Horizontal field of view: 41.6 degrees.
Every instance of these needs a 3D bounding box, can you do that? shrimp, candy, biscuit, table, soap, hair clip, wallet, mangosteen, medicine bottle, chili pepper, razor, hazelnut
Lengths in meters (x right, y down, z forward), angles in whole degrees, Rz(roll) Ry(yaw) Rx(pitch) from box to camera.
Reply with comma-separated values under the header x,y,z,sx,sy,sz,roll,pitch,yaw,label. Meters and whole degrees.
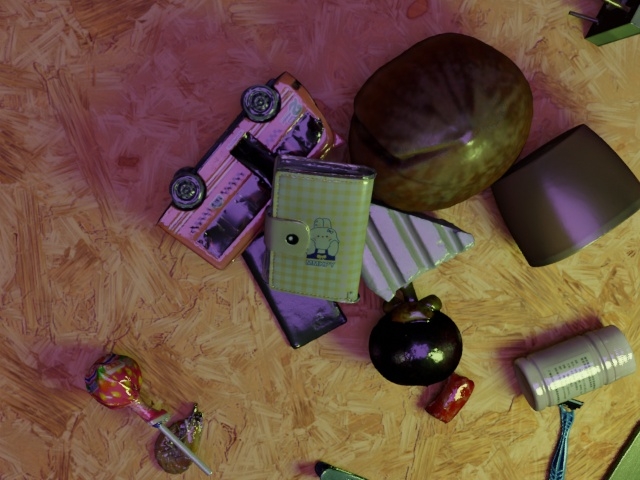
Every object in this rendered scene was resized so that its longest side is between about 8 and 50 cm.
x,y,z,sx,sy,sz,roll,pitch,yaw,label
-0.326,0.460,1.966,0.099,0.041,0.180,24,95,9,shrimp
-0.378,0.402,1.903,0.365,0.124,0.124,44,91,-3,candy
0.742,0.595,2.051,0.099,0.038,0.322,29,94,-3,biscuit
0.636,-0.514,1.827,0.111,0.240,0.121,28,93,-7,table
0.160,-0.058,1.881,0.258,0.159,0.302,-29,99,3,soap
0.098,0.578,2.001,0.230,0.070,0.039,20,91,-13,hair clip
-0.007,-0.018,1.757,0.223,0.077,0.309,6,120,-3,wallet
0.211,0.205,1.896,0.212,0.211,0.249,-4,85,-4,mangosteen
0.590,0.295,1.963,0.250,0.133,0.133,-22,97,-2,medicine bottle
0.308,0.369,1.983,0.073,0.070,0.123,34,95,10,chili pepper
0.583,0.497,2.028,0.082,0.042,0.253,11,98,37,razor
-0.065,0.102,1.947,0.146,0.030,0.285,-28,98,3,wallet
0.250,-0.250,1.791,0.409,0.359,0.359,-36,97,-7,hazelnut

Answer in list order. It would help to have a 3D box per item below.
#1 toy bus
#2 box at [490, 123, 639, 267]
x,y,z,sx,sy,sz,roll,pitch,yaw,label
-0.156,-0.153,1.831,0.233,0.203,0.427,41,93,-11,toy bus
0.529,-0.102,1.852,0.301,0.301,0.216,-36,91,0,box
